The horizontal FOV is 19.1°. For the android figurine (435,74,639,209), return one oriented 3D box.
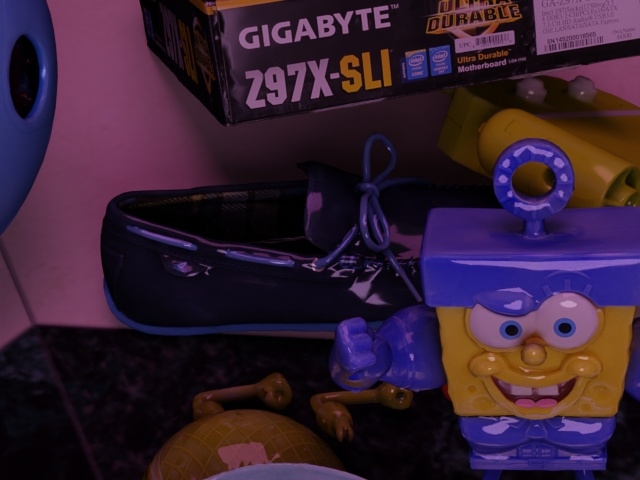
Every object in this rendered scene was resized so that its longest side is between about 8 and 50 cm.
[{"bbox_3d":[0.184,-0.047,1.135,0.273,0.056,0.248,32,23,33],"label":"android figurine"}]

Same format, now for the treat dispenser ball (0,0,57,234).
[{"bbox_3d":[-0.294,-0.094,1.075,0.288,0.288,0.288,0,43,0],"label":"treat dispenser ball"}]

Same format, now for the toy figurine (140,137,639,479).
[{"bbox_3d":[0.079,0.039,0.945,0.362,0.217,0.191,1,30,8],"label":"toy figurine"}]

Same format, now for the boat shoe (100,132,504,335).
[{"bbox_3d":[0.000,0.000,1.102,0.258,0.089,0.109,-10,35,-5],"label":"boat shoe"}]

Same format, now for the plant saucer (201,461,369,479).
[{"bbox_3d":[-0.015,0.202,0.891,0.195,0.037,0.195,0,84,4],"label":"plant saucer"}]

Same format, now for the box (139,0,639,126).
[{"bbox_3d":[0.030,-0.155,1.195,0.257,0.079,0.322,-12,17,-10],"label":"box"}]
